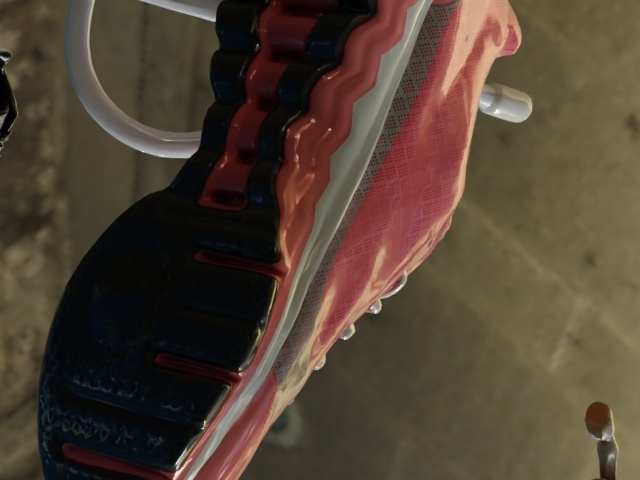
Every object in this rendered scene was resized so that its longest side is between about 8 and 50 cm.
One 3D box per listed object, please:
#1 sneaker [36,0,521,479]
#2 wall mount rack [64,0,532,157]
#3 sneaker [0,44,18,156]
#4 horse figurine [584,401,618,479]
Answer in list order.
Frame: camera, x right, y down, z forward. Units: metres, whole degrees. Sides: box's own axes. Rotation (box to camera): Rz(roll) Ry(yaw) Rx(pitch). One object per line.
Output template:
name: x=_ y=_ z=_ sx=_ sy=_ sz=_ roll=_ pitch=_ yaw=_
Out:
sneaker: x=0.001 y=0.000 z=0.819 sx=0.116 sy=0.313 sz=0.136 roll=18 pitch=169 yaw=46
wall mount rack: x=0.006 y=-0.202 z=0.994 sx=0.304 sy=0.350 sz=0.130 roll=16 pitch=-176 yaw=-9
sneaker: x=-0.157 y=-0.045 z=0.874 sx=0.044 sy=0.040 sz=0.109 roll=17 pitch=128 yaw=21
horse figurine: x=0.102 y=0.197 z=0.828 sx=0.066 sy=0.263 sz=0.174 roll=7 pitch=128 yaw=36
